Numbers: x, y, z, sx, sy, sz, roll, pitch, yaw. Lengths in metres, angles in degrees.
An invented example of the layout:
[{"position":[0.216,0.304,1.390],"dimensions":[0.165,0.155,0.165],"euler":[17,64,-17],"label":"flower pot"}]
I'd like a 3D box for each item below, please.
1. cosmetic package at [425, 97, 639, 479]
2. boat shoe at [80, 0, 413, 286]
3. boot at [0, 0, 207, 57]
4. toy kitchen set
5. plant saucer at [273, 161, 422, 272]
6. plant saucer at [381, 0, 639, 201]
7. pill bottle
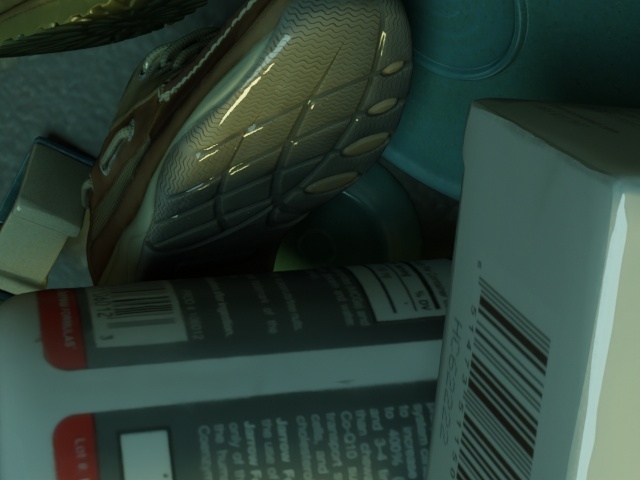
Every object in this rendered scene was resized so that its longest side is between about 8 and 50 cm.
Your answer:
[{"position":[0.282,0.075,0.637],"dimensions":[0.453,0.161,0.230],"euler":[3,104,-14],"label":"cosmetic package"},{"position":[-0.060,-0.054,0.798],"dimensions":[0.324,0.123,0.116],"euler":[-48,57,50],"label":"boat shoe"},{"position":[-0.115,-0.239,0.746],"dimensions":[0.236,0.089,0.270],"euler":[-14,88,43],"label":"boot"},{"position":[-0.264,-0.026,0.944],"dimensions":[0.207,0.122,0.166],"euler":[22,123,-18],"label":"toy kitchen set"},{"position":[0.000,0.000,0.904],"dimensions":[0.119,0.021,0.119],"euler":[8,120,14],"label":"plant saucer"},{"position":[0.063,-0.128,0.718],"dimensions":[0.317,0.043,0.318],"euler":[32,145,26],"label":"plant saucer"},{"position":[0.021,0.117,0.782],"dimensions":[0.362,0.210,0.210],"euler":[-4,119,-12],"label":"pill bottle"}]
